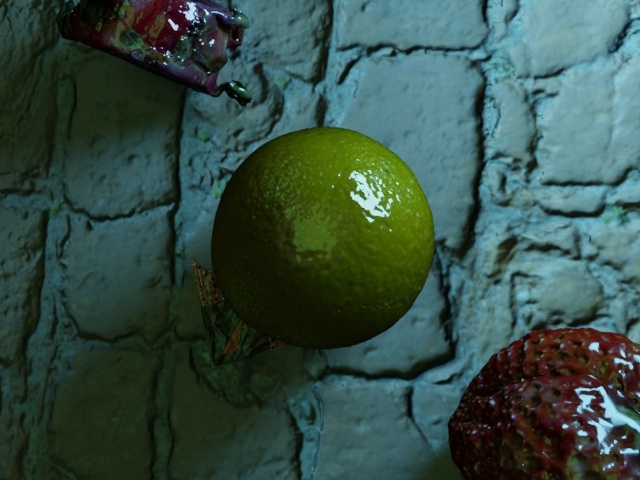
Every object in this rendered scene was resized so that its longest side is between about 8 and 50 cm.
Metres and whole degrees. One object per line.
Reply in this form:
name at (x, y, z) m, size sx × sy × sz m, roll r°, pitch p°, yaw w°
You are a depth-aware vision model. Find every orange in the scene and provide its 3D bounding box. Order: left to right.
orange at (0.000, 0.000, 0.840) m, size 0.274 × 0.274 × 0.275 m, roll -1°, pitch 84°, yaw 15°

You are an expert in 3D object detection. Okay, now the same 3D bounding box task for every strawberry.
strawberry at (0.281, 0.238, 0.774) m, size 0.288 × 0.250 × 0.239 m, roll -11°, pitch 116°, yaw 35°

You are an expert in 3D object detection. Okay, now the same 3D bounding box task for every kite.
kite at (-0.126, 0.130, 0.991) m, size 0.222 × 0.008 × 0.125 m, roll 30°, pitch 93°, yaw 15°

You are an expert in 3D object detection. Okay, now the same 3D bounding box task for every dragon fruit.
dragon fruit at (-0.211, -0.300, 0.966) m, size 0.282 × 0.211 × 0.147 m, roll 18°, pitch 96°, yaw -11°
